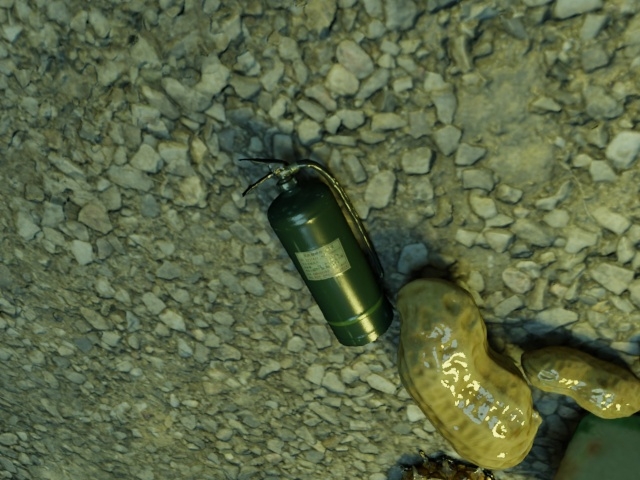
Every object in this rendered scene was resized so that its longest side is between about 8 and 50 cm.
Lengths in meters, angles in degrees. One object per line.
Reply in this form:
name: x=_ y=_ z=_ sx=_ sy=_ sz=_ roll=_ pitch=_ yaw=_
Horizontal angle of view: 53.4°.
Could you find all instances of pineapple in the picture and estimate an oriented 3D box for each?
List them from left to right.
pineapple: x=0.223 y=0.450 z=1.102 sx=0.221 sy=0.047 sz=0.221 roll=8 pitch=126 yaw=12

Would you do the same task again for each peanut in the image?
peanut: x=0.196 y=0.184 z=0.867 sx=0.153 sy=0.140 sz=0.325 roll=-6 pitch=123 yaw=40
peanut: x=0.356 y=0.191 z=0.862 sx=0.175 sy=0.080 sz=0.080 roll=20 pitch=127 yaw=1

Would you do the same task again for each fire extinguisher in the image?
fire extinguisher: x=0.000 y=0.000 z=0.827 sx=0.118 sy=0.093 sz=0.294 roll=-28 pitch=115 yaw=2

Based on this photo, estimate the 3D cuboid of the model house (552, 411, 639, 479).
model house: x=0.498 y=0.423 z=0.914 sx=0.312 sy=0.245 sz=0.280 roll=17 pitch=161 yaw=36
